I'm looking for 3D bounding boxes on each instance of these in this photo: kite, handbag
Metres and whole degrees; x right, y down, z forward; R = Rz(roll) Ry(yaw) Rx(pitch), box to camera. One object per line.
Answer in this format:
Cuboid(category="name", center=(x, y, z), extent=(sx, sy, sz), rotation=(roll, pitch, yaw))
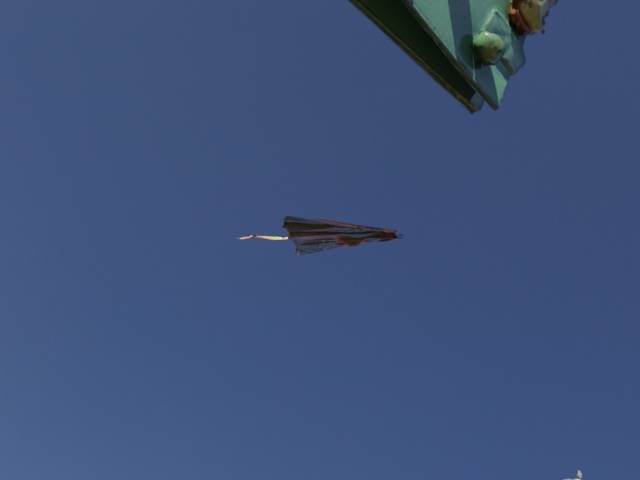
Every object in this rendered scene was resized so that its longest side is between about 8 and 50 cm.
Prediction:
Cuboid(category="kite", center=(0.000, 0.000, 1.106), extent=(0.183, 0.241, 0.014), rotation=(0, -99, -2))
Cuboid(category="handbag", center=(0.142, -0.311, 1.025), extent=(0.274, 0.269, 0.100), rotation=(42, -31, -28))

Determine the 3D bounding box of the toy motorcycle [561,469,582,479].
Cuboid(category="toy motorcycle", center=(0.282, 0.327, 1.182), extent=(0.080, 0.122, 0.215), rotation=(-45, -42, 20))
